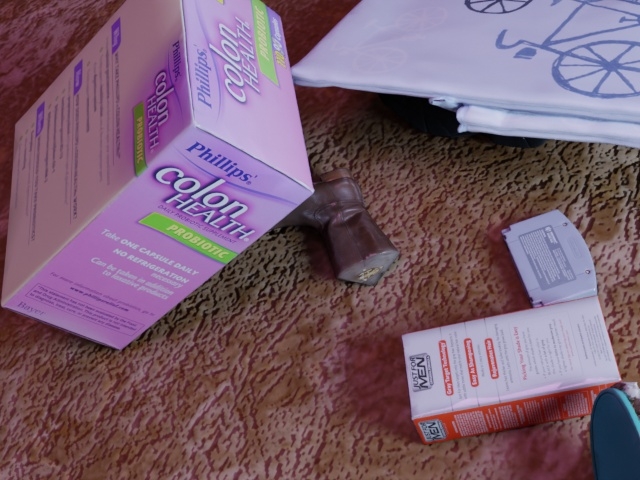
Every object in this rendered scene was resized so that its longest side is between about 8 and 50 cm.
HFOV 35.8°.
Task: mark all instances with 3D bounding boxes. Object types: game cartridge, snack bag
[{"bbox_3d":[0.176,0.015,0.755,0.056,0.017,0.083,-21,49,9],"label":"game cartridge"},{"bbox_3d":[0.177,-0.185,0.849,0.343,0.037,0.323,11,42,27],"label":"snack bag"}]

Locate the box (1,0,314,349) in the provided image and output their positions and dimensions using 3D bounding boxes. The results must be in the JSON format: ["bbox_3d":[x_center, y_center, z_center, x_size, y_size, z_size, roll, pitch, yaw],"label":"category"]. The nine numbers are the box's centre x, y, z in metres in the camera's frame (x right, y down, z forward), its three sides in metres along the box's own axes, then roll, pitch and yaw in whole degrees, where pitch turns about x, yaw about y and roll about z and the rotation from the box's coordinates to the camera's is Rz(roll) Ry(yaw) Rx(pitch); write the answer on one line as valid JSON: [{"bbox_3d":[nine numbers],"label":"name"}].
[{"bbox_3d":[-0.140,-0.071,0.811,0.243,0.117,0.213,-39,42,29],"label":"box"}]

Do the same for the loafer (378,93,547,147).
[{"bbox_3d":[0.130,-0.124,0.862,0.170,0.062,0.061,20,44,27],"label":"loafer"}]

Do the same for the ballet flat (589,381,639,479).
[{"bbox_3d":[0.214,0.196,0.570,0.077,0.091,0.240,6,55,-13],"label":"ballet flat"}]

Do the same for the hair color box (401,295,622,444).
[{"bbox_3d":[0.132,0.091,0.694,0.141,0.043,0.072,-12,50,10],"label":"hair color box"}]

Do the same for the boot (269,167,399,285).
[{"bbox_3d":[0.000,0.000,0.823,0.106,0.037,0.114,-26,53,2],"label":"boot"}]
